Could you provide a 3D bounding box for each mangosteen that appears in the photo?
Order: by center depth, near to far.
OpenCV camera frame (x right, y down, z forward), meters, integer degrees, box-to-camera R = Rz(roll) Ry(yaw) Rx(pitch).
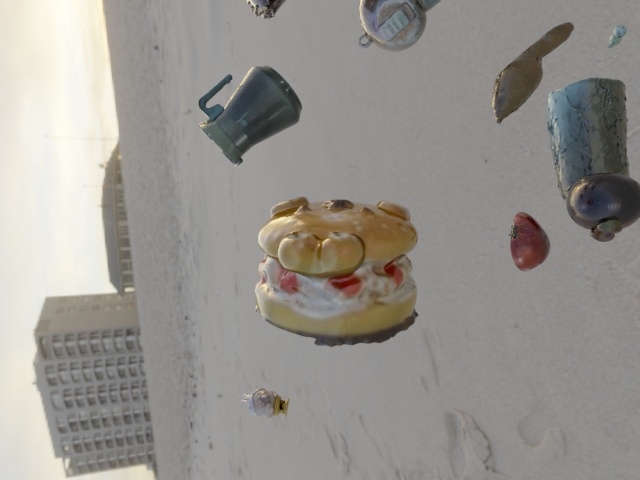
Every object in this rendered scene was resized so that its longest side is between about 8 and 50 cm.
[{"bbox_3d":[0.603,-0.071,1.018,0.152,0.153,0.152,178,90,-73],"label":"mangosteen"}]

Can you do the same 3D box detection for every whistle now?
[{"bbox_3d":[0.230,-0.605,1.179,0.348,0.189,0.189,-36,49,24],"label":"whistle"},{"bbox_3d":[0.875,-0.601,1.416,0.100,0.035,0.035,48,-145,-74],"label":"whistle"}]

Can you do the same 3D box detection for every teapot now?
[{"bbox_3d":[-0.184,-0.316,1.183,0.203,0.225,0.171,47,175,5],"label":"teapot"}]

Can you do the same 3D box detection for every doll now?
[{"bbox_3d":[-0.147,0.422,1.251,0.084,0.127,0.073,93,-173,-57],"label":"doll"}]

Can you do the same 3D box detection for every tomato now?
[{"bbox_3d":[0.687,0.004,1.543,0.099,0.173,0.189,-4,61,46],"label":"tomato"}]

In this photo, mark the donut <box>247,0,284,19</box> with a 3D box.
[{"bbox_3d":[-0.074,-0.631,1.087,0.270,0.103,0.269,-45,21,22],"label":"donut"}]

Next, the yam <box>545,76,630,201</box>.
[{"bbox_3d":[0.839,-0.306,1.494,0.241,0.241,0.348,-179,81,-73],"label":"yam"}]

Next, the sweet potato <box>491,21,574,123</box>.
[{"bbox_3d":[0.391,-0.323,0.917,0.269,0.075,0.075,-51,14,-10],"label":"sweet potato"}]

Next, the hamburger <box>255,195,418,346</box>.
[{"bbox_3d":[0.017,0.028,0.731,0.303,0.261,0.186,-34,-52,-62],"label":"hamburger"}]
